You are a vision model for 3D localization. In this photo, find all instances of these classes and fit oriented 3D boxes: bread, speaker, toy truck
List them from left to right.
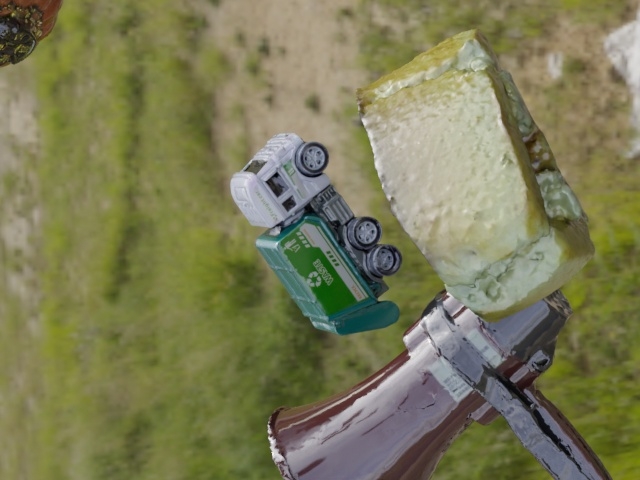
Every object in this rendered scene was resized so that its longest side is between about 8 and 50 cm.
[{"bbox_3d":[0.000,0.000,1.521,0.253,0.124,0.114,53,164,-15],"label":"toy truck"},{"bbox_3d":[0.138,0.192,1.330,0.329,0.198,0.259,-39,59,22],"label":"speaker"},{"bbox_3d":[0.127,-0.044,0.996,0.124,0.186,0.257,-34,36,14],"label":"bread"}]

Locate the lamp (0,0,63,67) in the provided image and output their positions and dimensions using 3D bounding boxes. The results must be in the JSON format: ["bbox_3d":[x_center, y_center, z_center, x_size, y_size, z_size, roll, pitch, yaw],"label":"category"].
[{"bbox_3d":[-0.451,-0.326,1.736,0.196,0.223,0.223,57,137,22],"label":"lamp"}]
